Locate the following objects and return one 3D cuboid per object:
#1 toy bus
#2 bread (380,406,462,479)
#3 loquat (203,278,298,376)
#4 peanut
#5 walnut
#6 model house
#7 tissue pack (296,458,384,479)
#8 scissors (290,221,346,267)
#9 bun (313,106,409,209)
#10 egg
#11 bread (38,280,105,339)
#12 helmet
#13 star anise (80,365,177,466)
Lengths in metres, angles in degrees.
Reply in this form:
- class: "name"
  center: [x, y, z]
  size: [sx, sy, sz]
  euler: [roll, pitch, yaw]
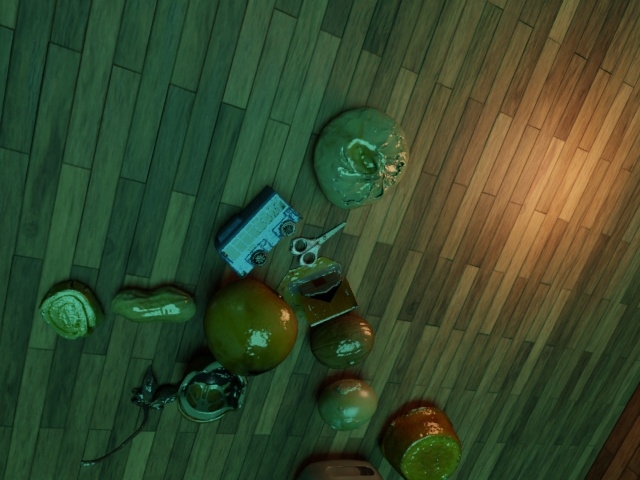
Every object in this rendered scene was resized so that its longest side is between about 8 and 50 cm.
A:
- class: "toy bus"
  center: [-0.175, -0.025, 1.127]
  size: [0.234, 0.116, 0.133]
  euler: [-46, 117, -1]
- class: "bread"
  center: [0.387, 0.780, 1.583]
  size: [0.311, 0.172, 0.313]
  euler: [-5, 110, -15]
- class: "loquat"
  center: [-0.185, 0.227, 1.132]
  size: [0.262, 0.263, 0.263]
  euler: [-6, 111, -17]
- class: "peanut"
  center: [-0.440, 0.173, 1.118]
  size: [0.214, 0.090, 0.099]
  euler: [2, 120, -21]
- class: "walnut"
  center: [0.070, 0.315, 1.310]
  size: [0.207, 0.167, 0.168]
  euler: [-13, 113, -9]
- class: "model house"
  center: [-0.003, 0.181, 1.248]
  size: [0.219, 0.136, 0.208]
  euler: [-20, 115, -12]
- class: "tissue pack"
  center: [0.079, 0.911, 1.489]
  size: [0.332, 0.229, 0.236]
  euler: [12, 105, -23]
- class: "scissors"
  center: [0.000, 0.000, 1.249]
  size: [0.189, 0.015, 0.100]
  euler: [-36, 106, -10]
- class: "bun"
  center: [0.121, -0.219, 1.143]
  size: [0.287, 0.146, 0.288]
  euler: [-7, 110, -19]
- class: "egg"
  center: [0.091, 0.546, 1.400]
  size: [0.201, 0.164, 0.165]
  euler: [-9, 112, -8]
- class: "bread"
  center: [-0.630, 0.180, 1.069]
  size: [0.117, 0.064, 0.156]
  euler: [-19, 115, -7]
- class: "helmet"
  center: [-0.314, 0.411, 1.227]
  size: [0.198, 0.130, 0.224]
  euler: [26, 111, -21]
- class: "star anise"
  center: [-0.507, 0.484, 1.146]
  size: [0.218, 0.227, 0.148]
  euler: [-8, 118, -5]
